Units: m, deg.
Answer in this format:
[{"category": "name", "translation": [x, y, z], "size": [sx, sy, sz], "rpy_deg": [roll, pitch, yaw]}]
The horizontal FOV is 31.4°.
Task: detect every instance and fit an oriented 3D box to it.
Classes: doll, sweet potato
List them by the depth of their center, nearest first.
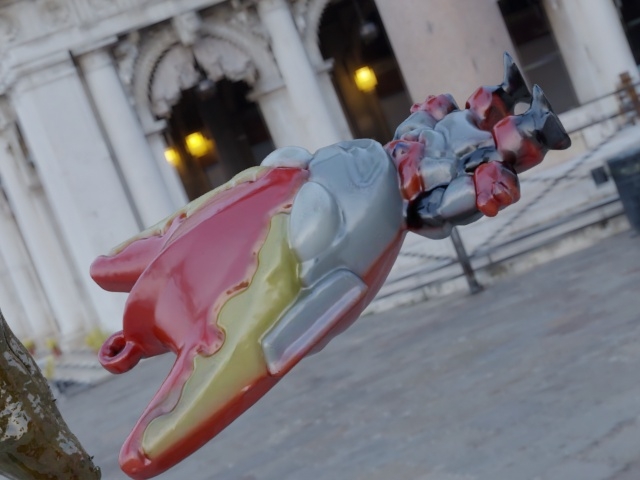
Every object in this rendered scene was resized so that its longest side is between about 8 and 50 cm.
[{"category": "doll", "translation": [0.000, 0.000, 0.376], "size": [0.169, 0.057, 0.109], "rpy_deg": [-27, 38, 2]}, {"category": "sweet potato", "translation": [-0.176, 0.056, 0.589], "size": [0.053, 0.182, 0.054], "rpy_deg": [-26, 9, -24]}]
